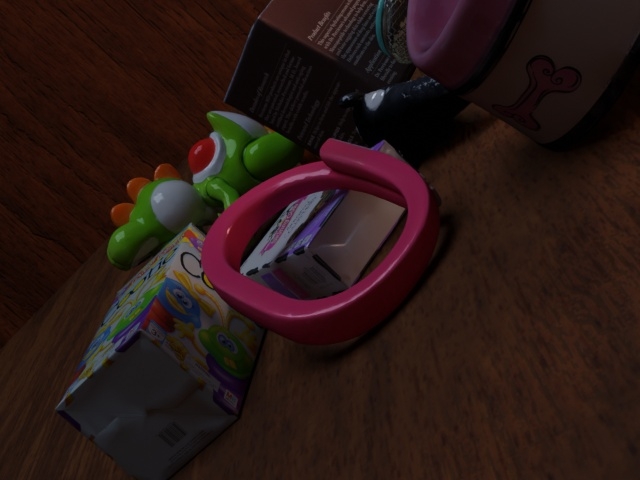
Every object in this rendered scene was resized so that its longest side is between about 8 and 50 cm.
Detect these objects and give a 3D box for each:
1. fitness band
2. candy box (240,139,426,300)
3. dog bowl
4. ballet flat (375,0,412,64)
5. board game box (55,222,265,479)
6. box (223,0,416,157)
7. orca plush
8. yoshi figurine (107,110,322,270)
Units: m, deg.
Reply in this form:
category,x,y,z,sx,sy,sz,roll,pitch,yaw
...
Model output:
category,x,y,z,sx,sy,sz,roll,pitch,yaw
fitness band,0.000,0.000,1.390,0.209,0.054,0.291,-48,35,-14
candy box,0.006,-0.008,1.563,0.165,0.070,0.196,-54,14,-28
dog bowl,0.197,-0.296,1.238,0.408,0.150,0.408,-165,90,-81
ballet flat,0.219,-0.377,1.819,0.182,0.164,0.483,5,35,19
board game box,-0.165,0.122,1.565,0.144,0.142,0.275,-42,13,21
box,0.013,-0.232,1.850,0.168,0.203,0.167,-58,-3,-41
orca plush,0.118,-0.126,1.611,0.151,0.102,0.287,-2,-3,-33
yoshi figurine,-0.126,-0.038,2.011,0.362,0.203,0.203,-35,50,-13
